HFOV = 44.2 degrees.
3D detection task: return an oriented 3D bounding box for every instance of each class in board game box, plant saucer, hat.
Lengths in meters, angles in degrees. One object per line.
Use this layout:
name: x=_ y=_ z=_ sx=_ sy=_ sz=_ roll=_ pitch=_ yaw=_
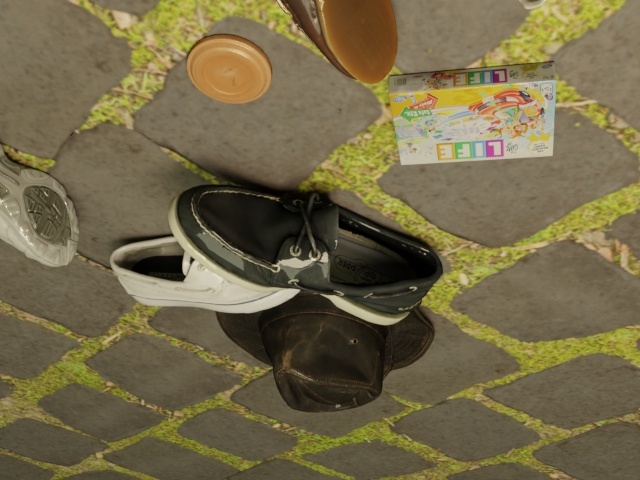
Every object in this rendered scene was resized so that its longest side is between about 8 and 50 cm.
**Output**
board game box: x=0.150 y=-0.122 z=0.775 sx=0.154 sy=0.026 sz=0.103 roll=-3 pitch=144 yaw=13
plant saucer: x=-0.089 y=-0.164 z=0.767 sx=0.084 sy=0.013 sz=0.083 roll=5 pitch=145 yaw=3
hat: x=-0.003 y=0.165 z=1.107 sx=0.331 sy=0.134 sz=0.331 roll=5 pitch=145 yaw=3

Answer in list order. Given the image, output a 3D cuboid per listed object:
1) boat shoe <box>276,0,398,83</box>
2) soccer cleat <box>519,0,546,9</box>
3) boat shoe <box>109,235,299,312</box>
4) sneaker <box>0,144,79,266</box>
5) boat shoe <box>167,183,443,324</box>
boat shoe: x=-0.005 y=-0.215 z=0.645 sx=0.073 sy=0.073 sz=0.207 roll=27 pitch=160 yaw=45
soccer cleat: x=0.119 y=-0.250 z=0.560 sx=0.068 sy=0.076 sz=0.196 roll=-21 pitch=136 yaw=33
boat shoe: x=-0.143 y=0.036 z=0.983 sx=0.258 sy=0.095 sz=0.084 roll=-7 pitch=146 yaw=17
sneaker: x=-0.385 y=-0.051 z=0.924 sx=0.115 sy=0.090 sz=0.232 roll=-12 pitch=132 yaw=34
boat shoe: x=0.000 y=0.004 z=0.889 sx=0.340 sy=0.127 sz=0.113 roll=26 pitch=139 yaw=-27
